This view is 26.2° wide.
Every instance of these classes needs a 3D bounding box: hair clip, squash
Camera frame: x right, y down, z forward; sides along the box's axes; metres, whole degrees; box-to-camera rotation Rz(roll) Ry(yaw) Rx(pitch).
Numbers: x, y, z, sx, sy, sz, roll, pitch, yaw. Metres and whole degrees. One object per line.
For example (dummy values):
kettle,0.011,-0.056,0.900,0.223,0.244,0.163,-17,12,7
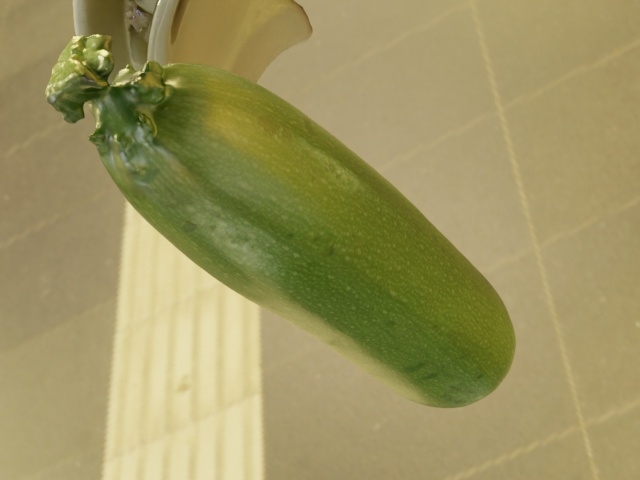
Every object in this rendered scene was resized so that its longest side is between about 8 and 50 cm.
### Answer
hair clip,-0.106,-0.182,1.003,0.113,0.282,0.172,17,66,18
squash,0.000,0.000,0.747,0.101,0.379,0.101,-23,49,29
